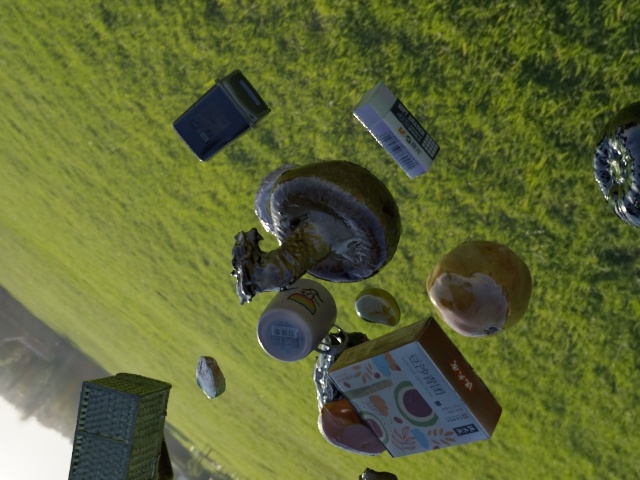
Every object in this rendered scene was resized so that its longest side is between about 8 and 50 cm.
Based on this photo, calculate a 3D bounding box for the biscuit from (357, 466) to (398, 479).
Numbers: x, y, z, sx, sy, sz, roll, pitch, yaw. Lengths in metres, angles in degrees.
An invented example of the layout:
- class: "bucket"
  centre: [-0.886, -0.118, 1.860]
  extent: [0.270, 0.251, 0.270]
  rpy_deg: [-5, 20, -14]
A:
- class: "biscuit"
  centre: [0.083, 0.610, 1.375]
  extent: [0.366, 0.115, 0.268]
  rpy_deg: [-22, 129, 39]

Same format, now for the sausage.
- class: "sausage"
  centre: [0.111, 0.601, 1.983]
  extent: [0.268, 0.153, 0.141]
  rpy_deg: [26, -174, -29]

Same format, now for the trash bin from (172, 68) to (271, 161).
- class: "trash bin"
  centre: [-0.330, -0.414, 2.072]
  extent: [0.209, 0.290, 0.182]
  rpy_deg: [51, -172, -10]

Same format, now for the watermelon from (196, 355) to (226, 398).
- class: "watermelon"
  centre: [-0.335, 0.425, 1.901]
  extent: [0.180, 0.081, 0.094]
  rpy_deg: [42, 147, 47]

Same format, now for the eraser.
- class: "eraser"
  centre: [0.236, -0.337, 1.895]
  extent: [0.287, 0.130, 0.086]
  rpy_deg: [45, 140, -18]

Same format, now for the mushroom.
- class: "mushroom"
  centre: [0.003, -0.021, 1.406]
  extent: [0.334, 0.356, 0.330]
  rpy_deg: [13, 118, 18]

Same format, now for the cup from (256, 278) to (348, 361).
- class: "cup"
  centre: [-0.045, 0.248, 1.760]
  extent: [0.253, 0.200, 0.191]
  rpy_deg: [31, 114, 6]

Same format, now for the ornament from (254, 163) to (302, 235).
- class: "ornament"
  centre: [-0.089, -0.125, 2.054]
  extent: [0.259, 0.259, 0.225]
  rpy_deg: [29, -166, 13]

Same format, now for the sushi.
- class: "sushi"
  centre: [0.086, 0.496, 2.293]
  extent: [0.234, 0.208, 0.348]
  rpy_deg: [-136, 47, -67]

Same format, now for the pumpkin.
- class: "pumpkin"
  centre: [0.815, -0.180, 1.489]
  extent: [0.239, 0.315, 0.315]
  rpy_deg: [-6, 158, -12]

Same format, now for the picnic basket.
- class: "picnic basket"
  centre: [-0.381, 0.371, 1.206]
  extent: [0.134, 0.196, 0.154]
  rpy_deg: [6, 176, 18]

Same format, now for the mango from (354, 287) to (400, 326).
- class: "mango"
  centre: [0.195, 0.222, 2.082]
  extent: [0.191, 0.122, 0.086]
  rpy_deg: [4, 174, 43]

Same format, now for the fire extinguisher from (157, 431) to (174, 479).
- class: "fire extinguisher"
  centre: [-0.449, 0.543, 1.609]
  extent: [0.114, 0.136, 0.337]
  rpy_deg: [-41, 61, 43]

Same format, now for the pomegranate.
- class: "pomegranate"
  centre: [0.615, 0.173, 2.394]
  extent: [0.412, 0.411, 0.411]
  rpy_deg: [28, 155, 15]

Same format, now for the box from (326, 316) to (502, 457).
- class: "box"
  centre: [0.264, 0.440, 1.802]
  extent: [0.385, 0.122, 0.344]
  rpy_deg: [-32, 99, 43]
